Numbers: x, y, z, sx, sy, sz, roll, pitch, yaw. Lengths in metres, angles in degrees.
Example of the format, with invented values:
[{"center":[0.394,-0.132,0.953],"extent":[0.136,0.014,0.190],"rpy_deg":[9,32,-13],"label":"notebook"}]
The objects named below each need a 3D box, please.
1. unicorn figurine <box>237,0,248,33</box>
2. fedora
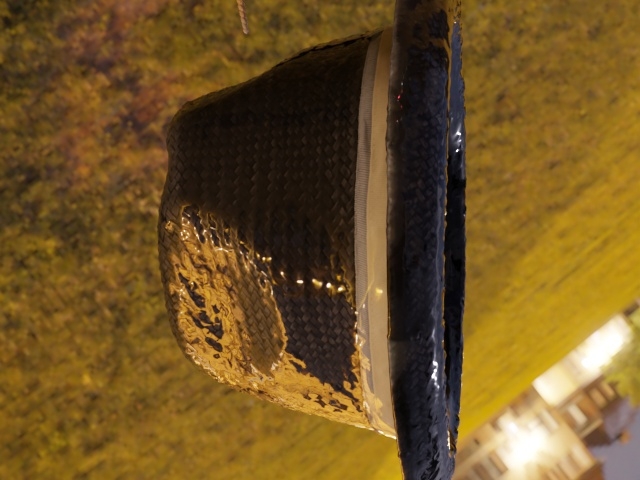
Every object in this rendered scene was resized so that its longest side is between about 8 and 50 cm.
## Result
[{"center":[-0.051,-0.229,0.818],"extent":[0.162,0.111,0.060],"rpy_deg":[-54,128,-11],"label":"unicorn figurine"},{"center":[0.000,0.000,0.650],"extent":[0.152,0.334,0.334],"rpy_deg":[0,172,9],"label":"fedora"}]
